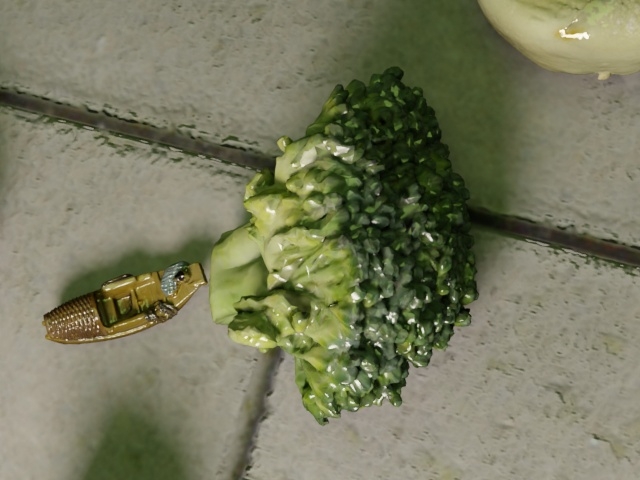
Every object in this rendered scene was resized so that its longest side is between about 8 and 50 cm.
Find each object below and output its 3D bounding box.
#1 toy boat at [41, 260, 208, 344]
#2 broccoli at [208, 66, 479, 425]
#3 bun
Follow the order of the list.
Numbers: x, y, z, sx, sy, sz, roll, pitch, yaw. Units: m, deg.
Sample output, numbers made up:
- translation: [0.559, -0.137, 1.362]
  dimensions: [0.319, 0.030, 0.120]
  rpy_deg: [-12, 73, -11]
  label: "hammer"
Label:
- translation: [-0.168, 0.056, 1.568]
  dimensions: [0.149, 0.049, 0.047]
  rpy_deg: [-19, 71, 3]
  label: "toy boat"
- translation: [0.000, 0.000, 1.484]
  dimensions: [0.246, 0.288, 0.247]
  rpy_deg: [-10, 110, 22]
  label: "broccoli"
- translation: [0.242, -0.244, 1.546]
  dimensions: [0.229, 0.145, 0.229]
  rpy_deg: [-16, 65, 38]
  label: "bun"
